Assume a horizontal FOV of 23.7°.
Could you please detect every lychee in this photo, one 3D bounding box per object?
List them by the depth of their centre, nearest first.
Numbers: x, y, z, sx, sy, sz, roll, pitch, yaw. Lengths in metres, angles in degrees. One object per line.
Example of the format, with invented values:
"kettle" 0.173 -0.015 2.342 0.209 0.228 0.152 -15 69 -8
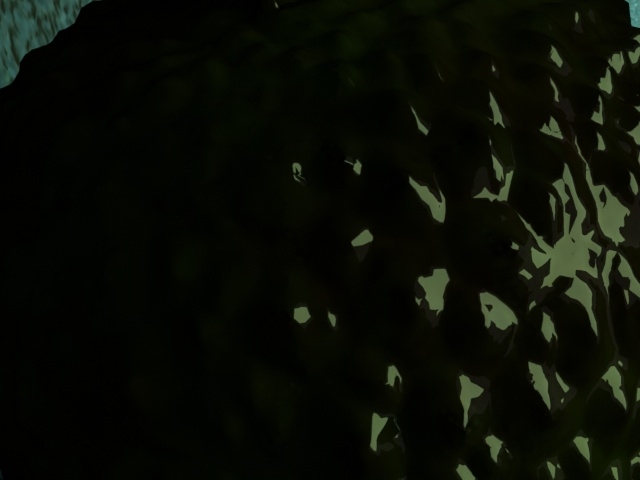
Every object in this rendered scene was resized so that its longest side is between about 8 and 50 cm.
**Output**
"lychee" 0.001 0.012 0.503 0.270 0.269 0.320 -4 107 -79
